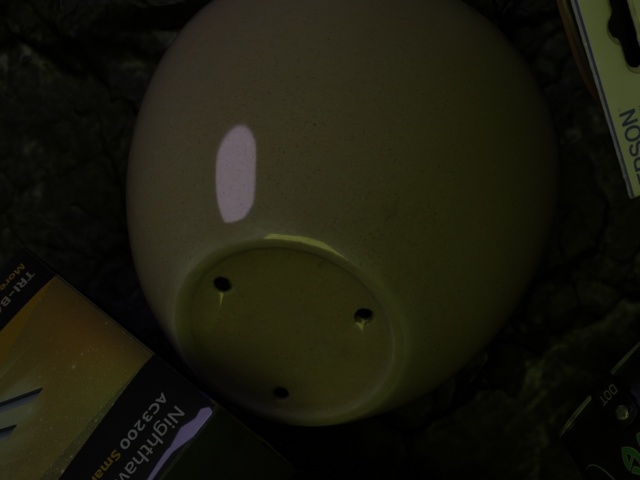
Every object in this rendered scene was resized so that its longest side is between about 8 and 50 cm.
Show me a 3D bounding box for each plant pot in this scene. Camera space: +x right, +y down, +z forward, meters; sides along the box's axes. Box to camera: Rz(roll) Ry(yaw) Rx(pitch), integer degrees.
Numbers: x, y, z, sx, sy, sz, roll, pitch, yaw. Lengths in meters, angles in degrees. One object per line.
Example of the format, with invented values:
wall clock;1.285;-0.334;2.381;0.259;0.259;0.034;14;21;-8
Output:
plant pot;0.000;0.000;0.706;0.284;0.191;0.284;6;123;9

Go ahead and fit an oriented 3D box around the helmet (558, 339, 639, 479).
helmet;0.253;0.139;0.747;0.161;0.169;0.169;44;108;19

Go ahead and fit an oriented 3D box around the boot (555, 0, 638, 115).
boot;0.193;-0.189;0.727;0.106;0.082;0.219;-15;96;18

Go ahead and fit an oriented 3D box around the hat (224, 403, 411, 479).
hat;-0.023;0.187;0.813;0.331;0.331;0.134;-4;57;14

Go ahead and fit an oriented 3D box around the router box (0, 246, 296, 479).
router box;-0.196;0.178;0.659;0.309;0.081;0.243;-51;42;-10

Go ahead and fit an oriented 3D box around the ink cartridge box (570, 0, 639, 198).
ink cartridge box;0.244;-0.157;0.696;0.208;0.045;0.206;-21;105;-5
